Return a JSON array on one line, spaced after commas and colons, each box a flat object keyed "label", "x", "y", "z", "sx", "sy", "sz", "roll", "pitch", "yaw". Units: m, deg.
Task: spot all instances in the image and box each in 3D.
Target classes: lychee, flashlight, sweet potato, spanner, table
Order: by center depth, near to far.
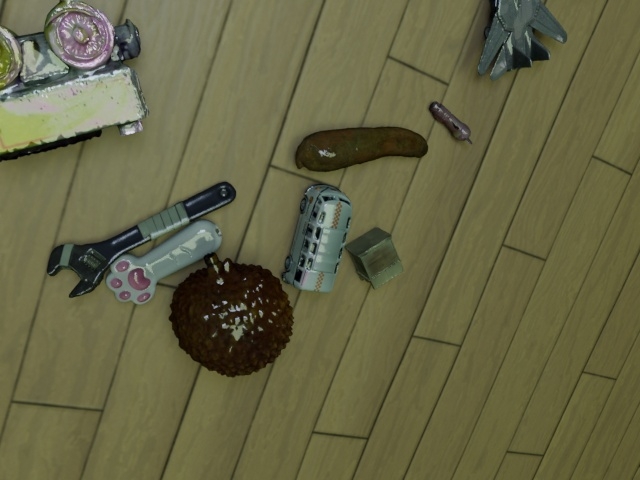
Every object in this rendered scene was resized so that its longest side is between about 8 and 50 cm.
[{"label": "spanner", "x": -0.274, "y": -0.010, "z": 0.859, "sx": 0.315, "sy": 0.024, "sz": 0.087, "roll": -28, "pitch": 73, "yaw": -17}, {"label": "lychee", "x": -0.145, "y": 0.121, "z": 0.884, "sx": 0.200, "sy": 0.200, "sz": 0.238, "roll": -22, "pitch": 126, "yaw": -15}, {"label": "flashlight", "x": -0.253, "y": 0.033, "z": 0.888, "sx": 0.200, "sy": 0.047, "sz": 0.093, "roll": -30, "pitch": 114, "yaw": -11}, {"label": "sweet potato", "x": 0.083, "y": -0.169, "z": 0.956, "sx": 0.273, "sy": 0.075, "sz": 0.076, "roll": -11, "pitch": 110, "yaw": -24}, {"label": "flashlight", "x": 0.248, "y": -0.223, "z": 1.027, "sx": 0.110, "sy": 0.052, "sz": 0.031, "roll": 34, "pitch": 127, "yaw": -22}, {"label": "table", "x": 0.104, "y": 0.034, "z": 1.029, "sx": 0.079, "sy": 0.062, "sz": 0.083, "roll": -31, "pitch": 116, "yaw": -11}]

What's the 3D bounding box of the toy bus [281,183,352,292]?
[{"label": "toy bus", "x": 0.000, "y": 0.000, "z": 0.961, "sx": 0.087, "sy": 0.089, "sz": 0.194, "roll": 11, "pitch": 101, "yaw": -25}]

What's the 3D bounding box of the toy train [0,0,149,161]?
[{"label": "toy train", "x": -0.360, "y": -0.213, "z": 0.716, "sx": 0.260, "sy": 0.134, "sz": 0.178, "roll": -19, "pitch": 113, "yaw": -16}]

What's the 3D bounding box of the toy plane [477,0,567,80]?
[{"label": "toy plane", "x": 0.339, "y": -0.441, "z": 0.971, "sx": 0.212, "sy": 0.088, "sz": 0.268, "roll": -25, "pitch": 106, "yaw": -15}]
